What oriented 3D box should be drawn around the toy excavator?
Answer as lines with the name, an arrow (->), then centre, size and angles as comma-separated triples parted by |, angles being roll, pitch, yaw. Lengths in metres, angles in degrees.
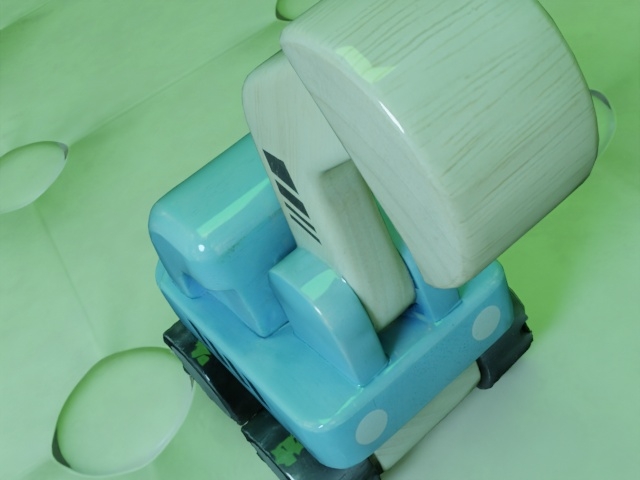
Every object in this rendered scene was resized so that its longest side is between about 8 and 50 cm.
toy excavator -> 0.000, 0.000, 0.594 | 0.222, 0.445, 0.433 | -39, 42, -14
